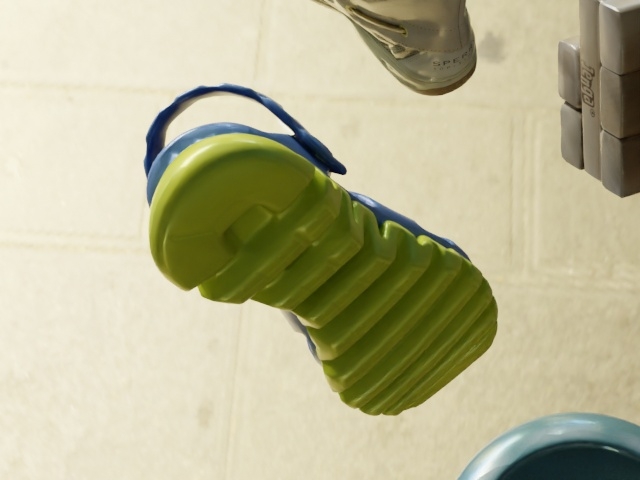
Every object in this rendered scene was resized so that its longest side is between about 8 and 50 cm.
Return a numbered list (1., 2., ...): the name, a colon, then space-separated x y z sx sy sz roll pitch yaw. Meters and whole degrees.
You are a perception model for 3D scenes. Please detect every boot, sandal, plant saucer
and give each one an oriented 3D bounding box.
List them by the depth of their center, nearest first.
1. sandal: 0.000 0.000 0.898 0.126 0.317 0.138 -40 46 7
2. boot: 0.026 -0.252 1.121 0.095 0.203 0.262 -36 69 -15
3. plant saucer: 0.279 0.338 1.545 0.317 0.044 0.318 -1 77 3

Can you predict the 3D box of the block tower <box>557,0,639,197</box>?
1. block tower: 0.208 -0.017 0.521 0.097 0.091 0.335 -18 31 -18
